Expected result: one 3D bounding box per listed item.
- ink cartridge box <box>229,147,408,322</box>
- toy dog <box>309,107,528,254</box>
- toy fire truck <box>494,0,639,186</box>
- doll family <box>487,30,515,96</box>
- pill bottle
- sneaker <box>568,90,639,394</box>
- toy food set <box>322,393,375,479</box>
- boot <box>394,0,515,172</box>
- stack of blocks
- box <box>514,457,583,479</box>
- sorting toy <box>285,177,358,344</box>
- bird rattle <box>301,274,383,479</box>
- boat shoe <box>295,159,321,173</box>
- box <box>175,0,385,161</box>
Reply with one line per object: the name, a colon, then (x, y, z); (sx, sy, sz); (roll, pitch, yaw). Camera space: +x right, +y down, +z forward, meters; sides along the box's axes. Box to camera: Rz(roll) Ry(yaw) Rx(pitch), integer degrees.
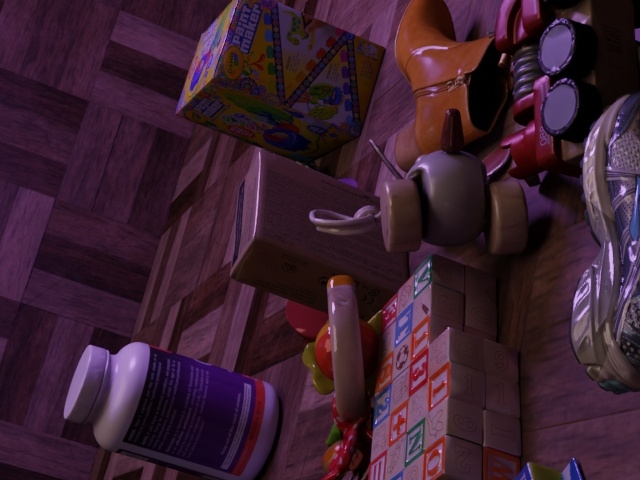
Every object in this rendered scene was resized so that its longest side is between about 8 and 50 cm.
ink cartridge box: (0.000, 0.000, 1.640); (0.088, 0.235, 0.193); (-56, 21, 36)
toy dog: (0.134, -0.078, 1.405); (0.334, 0.220, 0.161); (-162, 72, -65)
toy fire truck: (0.238, -0.153, 1.221); (0.246, 0.158, 0.217); (-26, 59, 56)
doll family: (0.259, -0.271, 1.434); (0.193, 0.076, 0.111); (-62, 13, 8)
pill bottle: (-0.241, 0.276, 1.928); (0.181, 0.323, 0.181); (-57, 21, 36)
sneaker: (0.296, -0.010, 0.999); (0.122, 0.110, 0.283); (-21, 51, 45)
toy food set: (0.042, 0.270, 1.537); (0.132, 0.038, 0.192); (-59, 20, 32)
boot: (0.188, -0.242, 1.597); (0.211, 0.104, 0.295); (-30, 48, 58)
stack of blocks: (0.133, 0.164, 1.285); (0.171, 0.087, 0.297); (-51, 24, 47)
box: (0.181, 0.287, 1.072); (0.109, 0.042, 0.178); (-97, 31, -57)
sorting toy: (0.022, 0.059, 1.800); (0.365, 0.127, 0.126); (-85, -7, -50)
bird rattle: (0.027, 0.162, 1.431); (0.253, 0.143, 0.207); (-78, -17, -54)
boat shoe: (-0.028, -0.108, 2.165); (0.070, 0.077, 0.219); (-34, 16, 0)
box: (-0.080, -0.289, 2.159); (0.290, 0.279, 0.177); (160, 129, -70)
